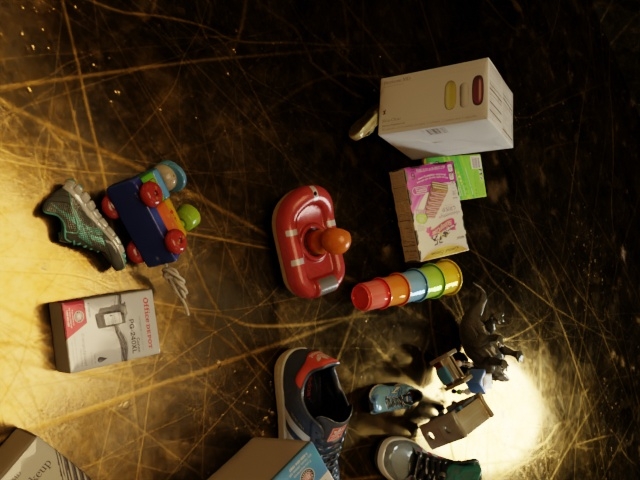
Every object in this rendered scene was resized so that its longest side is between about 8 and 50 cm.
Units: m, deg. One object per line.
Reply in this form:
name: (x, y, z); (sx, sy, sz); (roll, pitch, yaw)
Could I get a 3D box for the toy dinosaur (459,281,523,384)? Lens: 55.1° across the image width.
toy dinosaur: (0.425, 0.270, 1.614); (0.121, 0.160, 0.313); (-35, 101, -39)

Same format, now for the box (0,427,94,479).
box: (-0.368, 0.404, 0.899); (0.275, 0.094, 0.113); (52, 54, -25)

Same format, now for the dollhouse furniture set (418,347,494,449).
dollhouse furniture set: (0.302, 0.391, 1.513); (0.129, 0.129, 0.183); (-17, 72, -42)

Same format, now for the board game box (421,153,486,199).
board game box: (0.362, -0.169, 1.676); (0.259, 0.039, 0.124); (-10, 92, -44)

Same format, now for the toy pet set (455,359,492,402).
toy pet set: (0.376, 0.369, 1.569); (0.065, 0.114, 0.122); (7, 78, -41)

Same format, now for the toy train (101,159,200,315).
toy train: (-0.255, -0.010, 1.062); (0.248, 0.105, 0.143); (67, 28, -20)

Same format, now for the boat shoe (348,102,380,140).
boat shoe: (0.118, -0.275, 1.456); (0.048, 0.056, 0.153); (59, 42, -23)

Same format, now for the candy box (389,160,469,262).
candy box: (0.272, -0.073, 1.535); (0.159, 0.071, 0.233); (-12, 93, -27)

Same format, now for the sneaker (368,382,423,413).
sneaker: (0.175, 0.361, 1.413); (0.162, 0.073, 0.063); (-5, 88, -43)

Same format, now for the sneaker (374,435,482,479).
sneaker: (0.273, 0.539, 1.409); (0.296, 0.178, 0.123); (34, 63, -34)

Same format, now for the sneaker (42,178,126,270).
sneaker: (-0.377, -0.012, 0.978); (0.076, 0.065, 0.166); (-38, 108, -21)

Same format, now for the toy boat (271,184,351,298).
toy boat: (0.000, 0.000, 1.246); (0.151, 0.151, 0.231); (-17, 96, -43)

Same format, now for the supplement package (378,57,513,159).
supplement package: (0.299, -0.302, 1.453); (0.204, 0.262, 0.145); (20, 70, -56)

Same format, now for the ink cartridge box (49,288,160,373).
ink cartridge box: (-0.341, 0.140, 0.978); (0.151, 0.063, 0.109); (-7, 90, -42)

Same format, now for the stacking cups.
stacking cups: (0.211, 0.107, 1.462); (0.316, 0.096, 0.096); (-7, 89, -43)

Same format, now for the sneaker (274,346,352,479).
sneaker: (0.001, 0.386, 1.201); (0.131, 0.148, 0.349); (-13, 94, -43)

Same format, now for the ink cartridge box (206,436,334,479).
ink cartridge box: (-0.069, 0.517, 1.067); (0.198, 0.197, 0.270); (-36, 101, -39)
